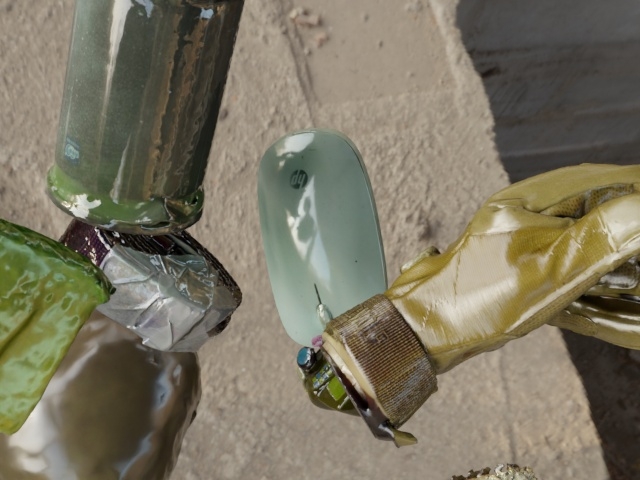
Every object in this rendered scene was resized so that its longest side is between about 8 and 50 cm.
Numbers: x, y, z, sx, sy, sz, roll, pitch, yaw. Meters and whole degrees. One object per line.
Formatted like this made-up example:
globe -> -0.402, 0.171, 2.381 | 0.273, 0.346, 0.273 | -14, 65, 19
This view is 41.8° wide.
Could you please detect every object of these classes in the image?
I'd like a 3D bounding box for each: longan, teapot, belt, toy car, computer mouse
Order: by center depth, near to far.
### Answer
teapot -> -0.208, -0.184, 0.931 | 0.200, 0.337, 0.270 | -8, 37, -40
computer mouse -> -0.002, 0.000, 1.077 | 0.159, 0.097, 0.288 | -6, 91, 19
belt -> -0.257, 0.043, 1.303 | 0.289, 0.164, 0.184 | 39, 24, -13
longan -> -0.450, 0.326, 1.620 | 0.404, 0.404, 0.436 | 20, 74, -3
toy car -> 0.079, 0.316, 1.984 | 0.204, 0.248, 0.198 | 25, 22, -40

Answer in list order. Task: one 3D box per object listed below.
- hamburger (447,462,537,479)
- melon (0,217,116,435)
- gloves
hamburger -> 0.294, 0.693, 1.866 | 0.445, 0.287, 0.268 | -16, 60, -6
melon -> -0.376, 0.072, 0.572 | 0.343, 0.331, 0.226 | 37, 43, -45
gloves -> 0.158, 0.034, 0.648 | 0.331, 0.154, 0.141 | -27, 38, 1
